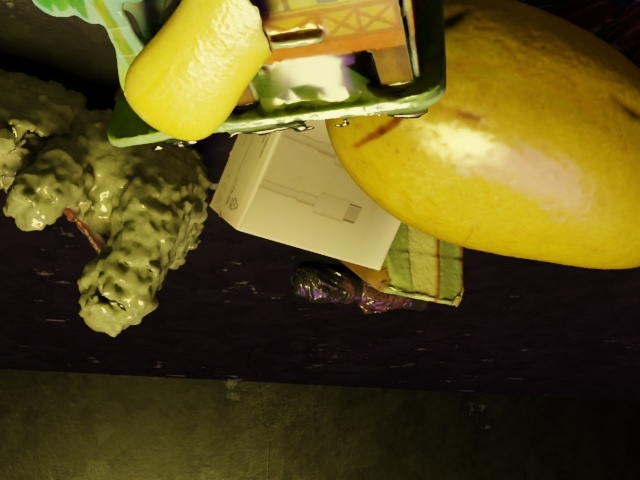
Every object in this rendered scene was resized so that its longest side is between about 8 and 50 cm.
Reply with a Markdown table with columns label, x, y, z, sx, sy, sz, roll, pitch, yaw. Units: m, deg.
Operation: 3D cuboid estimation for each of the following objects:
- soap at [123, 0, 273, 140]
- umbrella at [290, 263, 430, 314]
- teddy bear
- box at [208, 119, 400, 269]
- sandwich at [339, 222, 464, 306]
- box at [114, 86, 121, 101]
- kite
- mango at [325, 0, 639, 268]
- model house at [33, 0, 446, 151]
| label | x | y | z | sx | sy | sz | roll | pitch | yaw |
| --- | --- | --- | --- | --- | --- | --- | --- | --- | --- |
| soap | -0.093 | -0.140 | 0.583 | 0.089 | 0.033 | 0.168 | 30 | 134 | -27 |
| umbrella | 0.095 | 0.107 | 1.611 | 0.326 | 0.094 | 0.090 | 8 | 156 | -19 |
| teddy bear | -0.321 | -0.086 | 0.962 | 0.367 | 0.224 | 0.357 | 30 | -164 | -8 |
| box | 0.006 | -0.091 | 0.984 | 0.251 | 0.203 | 0.106 | 17 | -169 | -37 |
| sandwich | 0.127 | 0.017 | 1.220 | 0.155 | 0.227 | 0.198 | 10 | 155 | -18 |
| box | -0.193 | -0.200 | 0.978 | 0.156 | 0.022 | 0.089 | -15 | 152 | 33 |
| kite | 0.333 | -0.248 | 0.861 | 0.321 | 0.016 | 0.234 | 13 | 153 | -29 |
| mango | 0.219 | -0.099 | 0.825 | 0.445 | 0.220 | 0.301 | 31 | 137 | -3 |
| model house | -0.085 | -0.276 | 0.625 | 0.357 | 0.242 | 0.313 | -4 | 140 | 15 |
